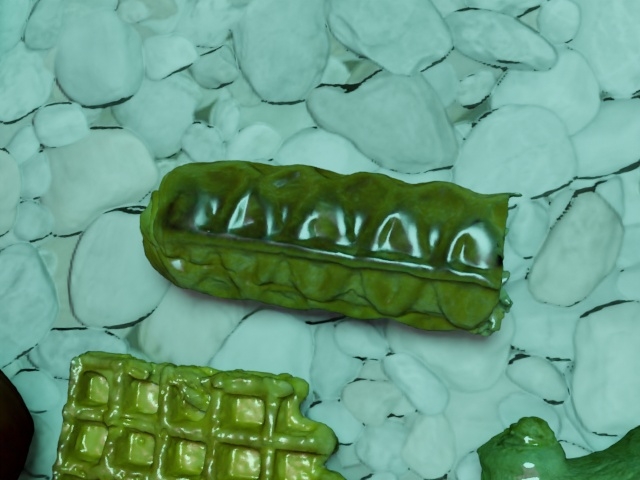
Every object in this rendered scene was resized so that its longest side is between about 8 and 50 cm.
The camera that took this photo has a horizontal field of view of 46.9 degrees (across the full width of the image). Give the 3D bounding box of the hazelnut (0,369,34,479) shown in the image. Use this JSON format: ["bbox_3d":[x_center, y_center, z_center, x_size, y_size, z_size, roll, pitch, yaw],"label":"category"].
[{"bbox_3d":[-0.297,0.149,0.496,0.201,0.160,0.170,-29,73,-4],"label":"hazelnut"}]

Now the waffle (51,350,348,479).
[{"bbox_3d":[-0.077,0.163,0.504,0.210,0.055,0.160,2,76,12],"label":"waffle"}]

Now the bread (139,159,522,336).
[{"bbox_3d":[0.000,0.001,0.518,0.269,0.098,0.087,7,35,13],"label":"bread"}]

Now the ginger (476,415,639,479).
[{"bbox_3d":[0.229,0.184,0.428,0.290,0.089,0.137,19,61,18],"label":"ginger"}]
